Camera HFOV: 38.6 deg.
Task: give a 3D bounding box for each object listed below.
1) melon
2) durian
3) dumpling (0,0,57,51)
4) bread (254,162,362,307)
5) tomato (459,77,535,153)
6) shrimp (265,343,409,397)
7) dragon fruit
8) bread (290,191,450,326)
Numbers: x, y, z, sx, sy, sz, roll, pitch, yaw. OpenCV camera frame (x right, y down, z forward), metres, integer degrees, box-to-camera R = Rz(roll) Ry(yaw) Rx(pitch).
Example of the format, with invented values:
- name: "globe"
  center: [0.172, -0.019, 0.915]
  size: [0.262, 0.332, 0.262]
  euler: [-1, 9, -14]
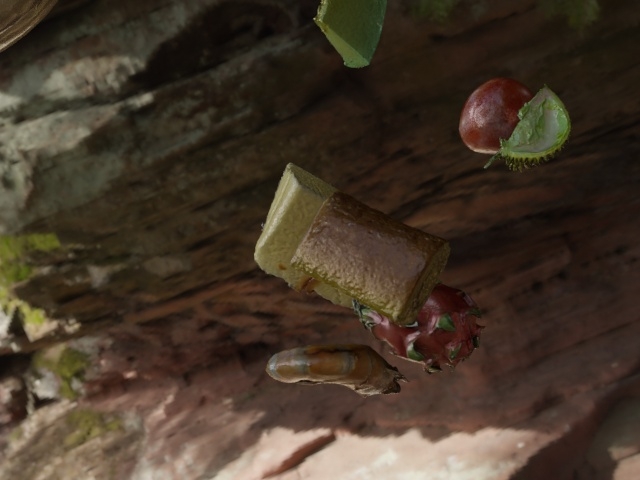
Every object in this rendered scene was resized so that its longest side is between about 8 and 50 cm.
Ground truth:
- name: "melon"
  center: [0.048, -0.398, 1.408]
  size: [0.114, 0.261, 0.053]
  euler: [11, -8, -24]
- name: "durian"
  center: [0.366, -0.177, 1.589]
  size: [0.215, 0.100, 0.086]
  euler: [-52, 8, -26]
- name: "dumpling"
  center: [-0.416, -0.354, 0.994]
  size: [0.395, 0.233, 0.315]
  euler: [-32, -39, -4]
- name: "bread"
  center: [0.000, 0.000, 1.639]
  size: [0.178, 0.240, 0.135]
  euler: [-57, 17, 13]
- name: "tomato"
  center: [0.358, -0.243, 1.829]
  size: [0.167, 0.167, 0.167]
  euler: [-24, 1, 0]
- name: "shrimp"
  center: [0.026, 0.182, 1.236]
  size: [0.152, 0.063, 0.287]
  euler: [-11, -19, 21]
- name: "dragon fruit"
  center: [0.138, 0.109, 1.359]
  size: [0.137, 0.135, 0.236]
  euler: [-50, 40, -9]
- name: "bread"
  center: [0.065, 0.024, 1.180]
  size: [0.132, 0.172, 0.103]
  euler: [-59, -23, -12]
